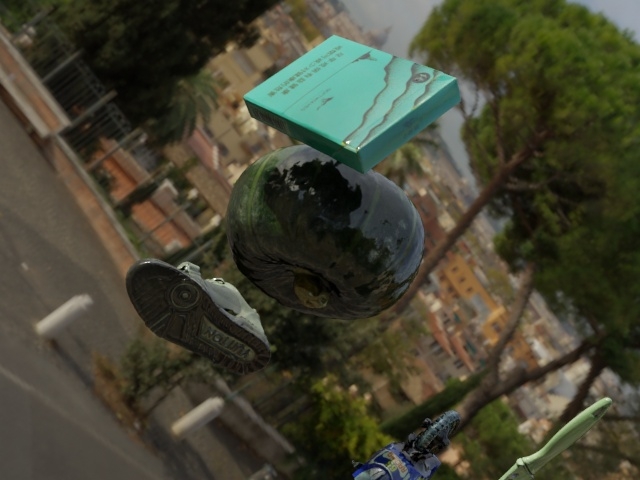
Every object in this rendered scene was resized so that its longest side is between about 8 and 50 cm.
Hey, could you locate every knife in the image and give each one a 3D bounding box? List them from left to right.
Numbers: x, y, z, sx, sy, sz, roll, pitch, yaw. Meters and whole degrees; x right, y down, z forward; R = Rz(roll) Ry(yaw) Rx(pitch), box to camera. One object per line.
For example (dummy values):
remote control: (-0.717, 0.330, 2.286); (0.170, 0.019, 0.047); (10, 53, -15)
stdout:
knife: (0.293, 0.307, 1.232); (0.043, 0.293, 0.020); (23, 31, -27)

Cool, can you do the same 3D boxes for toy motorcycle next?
toy motorcycle: (0.091, 0.357, 1.263); (0.169, 0.315, 0.113); (-20, 56, -42)

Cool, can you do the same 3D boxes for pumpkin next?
pumpkin: (0.000, 0.000, 1.280); (0.300, 0.207, 0.300); (19, -22, 8)

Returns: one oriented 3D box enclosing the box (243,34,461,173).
box: (0.033, -0.172, 1.083); (0.226, 0.161, 0.042); (31, -28, 43)

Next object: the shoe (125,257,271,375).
shoe: (-0.207, 0.104, 1.479); (0.293, 0.109, 0.149); (41, 12, -29)
